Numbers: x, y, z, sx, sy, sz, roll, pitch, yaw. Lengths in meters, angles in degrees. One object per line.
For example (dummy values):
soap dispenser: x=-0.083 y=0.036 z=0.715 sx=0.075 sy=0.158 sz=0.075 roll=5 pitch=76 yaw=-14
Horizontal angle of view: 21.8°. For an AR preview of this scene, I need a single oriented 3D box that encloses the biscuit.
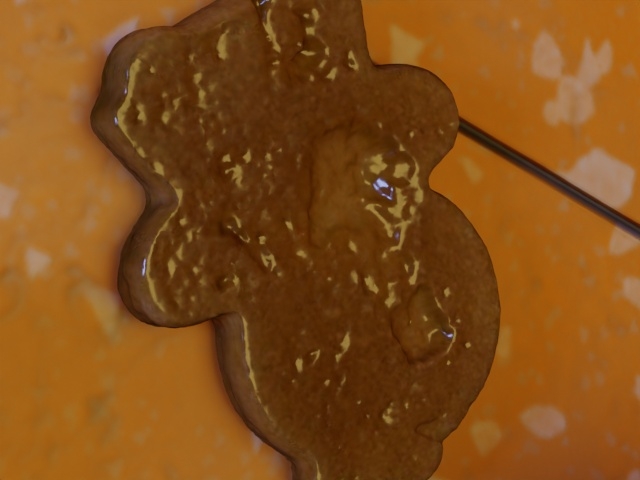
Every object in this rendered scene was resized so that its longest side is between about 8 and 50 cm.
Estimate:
biscuit: x=-0.001 y=0.000 z=0.749 sx=0.184 sy=0.035 sz=0.249 roll=-36 pitch=108 yaw=-23
